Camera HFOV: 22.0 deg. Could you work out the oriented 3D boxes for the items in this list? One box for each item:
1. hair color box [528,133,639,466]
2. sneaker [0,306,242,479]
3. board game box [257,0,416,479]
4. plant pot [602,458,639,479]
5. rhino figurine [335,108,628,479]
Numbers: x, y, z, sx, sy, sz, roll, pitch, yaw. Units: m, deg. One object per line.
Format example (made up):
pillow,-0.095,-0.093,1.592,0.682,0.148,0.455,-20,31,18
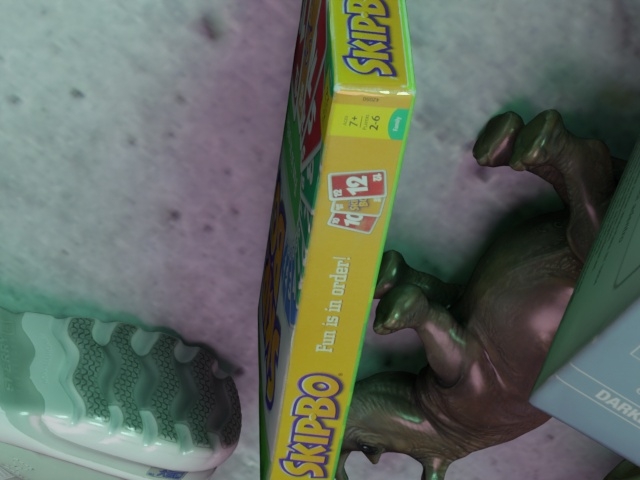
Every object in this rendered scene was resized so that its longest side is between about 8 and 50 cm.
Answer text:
hair color box,0.213,-0.064,0.497,0.113,0.185,0.374,30,147,-2
sneaker,-0.184,0.080,0.765,0.281,0.105,0.115,21,125,-13
board game box,0.000,0.000,0.665,0.039,0.124,0.259,2,134,-5
plant pot,0.227,0.162,0.734,0.284,0.284,0.191,-32,85,24
rhino figurine,0.073,0.044,0.746,0.106,0.073,0.243,29,125,-14
